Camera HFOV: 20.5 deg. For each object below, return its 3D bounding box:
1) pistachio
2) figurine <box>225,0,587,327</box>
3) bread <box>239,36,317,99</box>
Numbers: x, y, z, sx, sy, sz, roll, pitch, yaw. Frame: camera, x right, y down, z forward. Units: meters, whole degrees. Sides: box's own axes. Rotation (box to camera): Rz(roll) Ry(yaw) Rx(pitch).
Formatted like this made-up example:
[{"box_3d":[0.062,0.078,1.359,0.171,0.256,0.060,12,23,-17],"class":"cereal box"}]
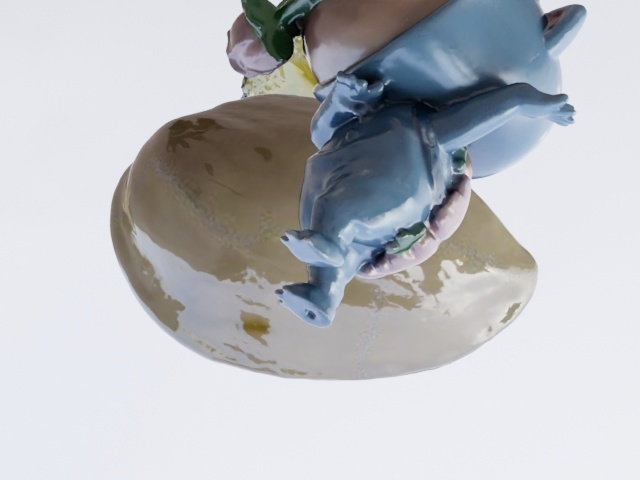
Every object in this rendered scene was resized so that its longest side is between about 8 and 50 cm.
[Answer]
[{"box_3d":[0.000,0.000,0.964,0.237,0.153,0.138,8,177,5],"class":"pistachio"},{"box_3d":[0.022,-0.060,0.754,0.178,0.144,0.114,-58,-176,-27],"class":"figurine"},{"box_3d":[0.013,-0.113,1.387,0.169,0.160,0.140,-82,-160,-48],"class":"bread"}]
